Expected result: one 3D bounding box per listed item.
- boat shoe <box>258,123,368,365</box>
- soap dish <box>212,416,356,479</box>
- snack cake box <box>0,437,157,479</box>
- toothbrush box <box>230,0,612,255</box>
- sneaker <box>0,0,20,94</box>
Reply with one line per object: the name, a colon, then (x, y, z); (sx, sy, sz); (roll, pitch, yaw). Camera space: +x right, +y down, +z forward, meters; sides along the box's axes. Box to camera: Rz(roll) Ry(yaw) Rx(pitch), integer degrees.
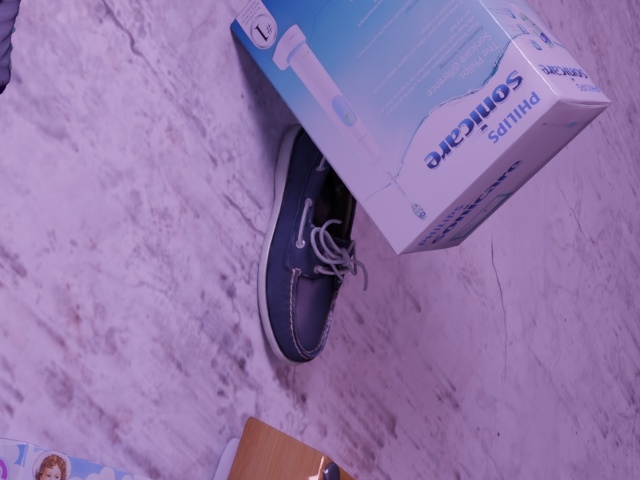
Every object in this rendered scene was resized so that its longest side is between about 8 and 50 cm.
boat shoe: (0.000, 0.000, 1.256); (0.095, 0.079, 0.255); (28, 64, -50)
soap dish: (-0.006, 0.335, 1.193); (0.291, 0.118, 0.229); (48, 50, -45)
snack cake box: (-0.181, 0.254, 0.967); (0.264, 0.089, 0.152); (31, 63, -51)
toothbrush box: (0.087, -0.167, 1.163); (0.126, 0.216, 0.295); (-6, 55, -55)
sneaker: (-0.255, -0.168, 0.917); (0.098, 0.083, 0.224); (69, 38, -60)
